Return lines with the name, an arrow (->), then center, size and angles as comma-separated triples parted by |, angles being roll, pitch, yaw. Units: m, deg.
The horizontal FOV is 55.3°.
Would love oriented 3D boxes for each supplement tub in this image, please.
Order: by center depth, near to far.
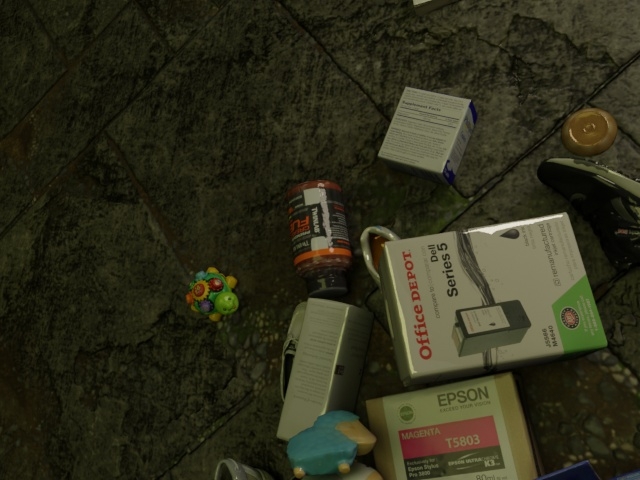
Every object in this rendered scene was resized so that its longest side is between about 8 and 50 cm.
supplement tub -> 0.000, 0.000, 1.082 | 0.106, 0.106, 0.198 | -17, 69, 21

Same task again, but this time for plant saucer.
plant saucer -> 0.428, -0.176, 0.974 | 0.083, 0.015, 0.084 | -7, 73, 24

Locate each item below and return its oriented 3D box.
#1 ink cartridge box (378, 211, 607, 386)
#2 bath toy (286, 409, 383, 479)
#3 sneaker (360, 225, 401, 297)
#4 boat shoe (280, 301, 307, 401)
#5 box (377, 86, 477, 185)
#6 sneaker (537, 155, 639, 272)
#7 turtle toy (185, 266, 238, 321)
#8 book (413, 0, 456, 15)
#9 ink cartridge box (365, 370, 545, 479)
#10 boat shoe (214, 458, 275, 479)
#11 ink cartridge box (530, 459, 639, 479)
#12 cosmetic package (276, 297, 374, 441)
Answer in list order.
ink cartridge box -> 0.236, 0.088, 0.886 | 0.272, 0.115, 0.199 | -10, 72, -1
bath toy -> 0.013, 0.437, 0.904 | 0.151, 0.129, 0.349 | 2, 103, -5
sneaker -> 0.131, 0.078, 1.005 | 0.087, 0.092, 0.229 | -35, 65, 12
boat shoe -> -0.039, 0.197, 1.071 | 0.066, 0.063, 0.184 | 6, 79, 27
box -> 0.187, -0.181, 1.060 | 0.126, 0.072, 0.137 | 21, 86, 29
sneaker -> 0.431, -0.025, 0.885 | 0.283, 0.107, 0.124 | 30, 96, 29
turtle toy -> -0.206, 0.106, 1.176 | 0.130, 0.066, 0.095 | 21, 86, 29
book -> 0.217, -0.510, 1.162 | 0.096, 0.035, 0.144 | -13, 70, 18
ink cartridge box -> 0.200, 0.312, 0.911 | 0.234, 0.088, 0.193 | -18, 71, 22
boat shoe -> -0.132, 0.504, 0.945 | 0.118, 0.103, 0.321 | -30, 39, 30
ink cartridge box -> 0.355, 0.446, 0.710 | 0.270, 0.151, 0.396 | -28, 80, 17
cosmetic package -> 0.012, 0.219, 1.011 | 0.085, 0.117, 0.231 | 6, 80, 29
